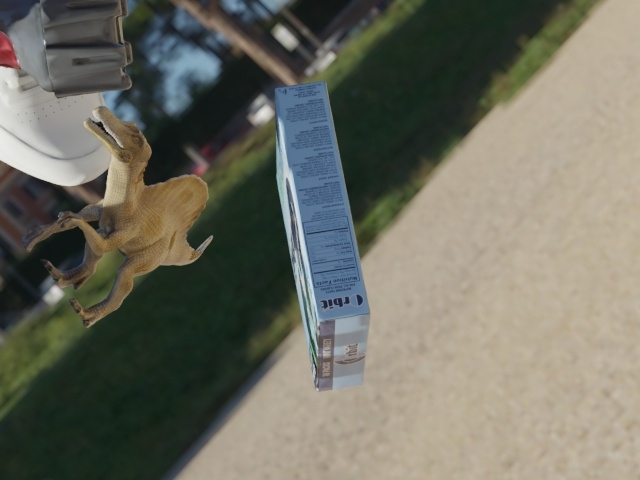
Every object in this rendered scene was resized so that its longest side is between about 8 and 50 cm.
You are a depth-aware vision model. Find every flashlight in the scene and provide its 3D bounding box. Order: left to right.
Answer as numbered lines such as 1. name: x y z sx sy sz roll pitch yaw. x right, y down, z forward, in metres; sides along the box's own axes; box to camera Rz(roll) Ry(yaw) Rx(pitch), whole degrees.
1. flashlight: -0.294 -0.133 1.247 0.103 0.304 0.103 88 177 -55

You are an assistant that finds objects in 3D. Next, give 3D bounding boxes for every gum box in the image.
1. gum box: 0.000 0.000 1.254 0.041 0.184 0.157 -8 -23 -5

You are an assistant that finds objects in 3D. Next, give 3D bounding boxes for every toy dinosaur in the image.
1. toy dinosaur: -0.094 0.001 0.867 0.093 0.053 0.183 -36 -25 -5

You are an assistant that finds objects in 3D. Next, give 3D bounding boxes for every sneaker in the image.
1. sneaker: -0.272 -0.183 1.414 0.114 0.305 0.152 -31 -1 -19
